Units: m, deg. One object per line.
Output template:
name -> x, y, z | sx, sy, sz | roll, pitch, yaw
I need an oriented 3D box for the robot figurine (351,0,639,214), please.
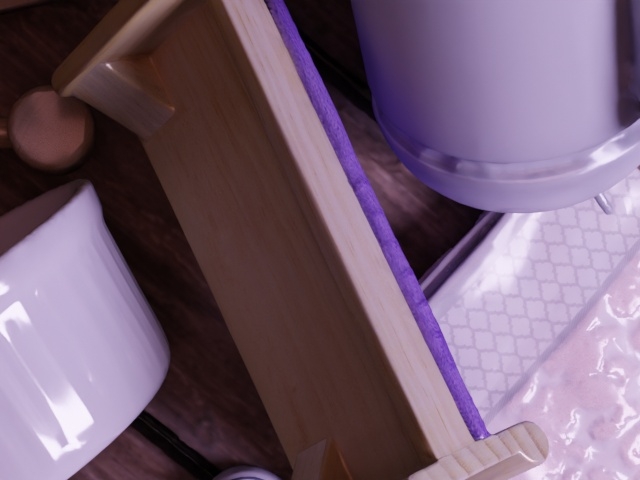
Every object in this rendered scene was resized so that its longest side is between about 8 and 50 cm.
robot figurine -> 0.118, -0.157, 0.928 | 0.199, 0.353, 0.300 | -35, 51, -18

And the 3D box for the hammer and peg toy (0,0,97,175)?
hammer and peg toy -> -0.277, -0.206, 0.992 | 0.266, 0.127, 0.361 | -15, 91, -12

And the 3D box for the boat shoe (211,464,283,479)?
boat shoe -> -0.026, 0.289, 1.083 | 0.095, 0.084, 0.258 | -17, 94, -2

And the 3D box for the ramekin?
ramekin -> -0.230, 0.089, 0.973 | 0.277, 0.277, 0.135 | -32, 102, -1

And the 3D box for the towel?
towel -> 0.191, 0.127, 1.084 | 0.317, 0.053, 0.332 | 43, 85, -3

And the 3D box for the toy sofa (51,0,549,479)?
toy sofa -> 0.000, 0.000, 0.949 | 0.177, 0.150, 0.363 | -15, 75, -43
